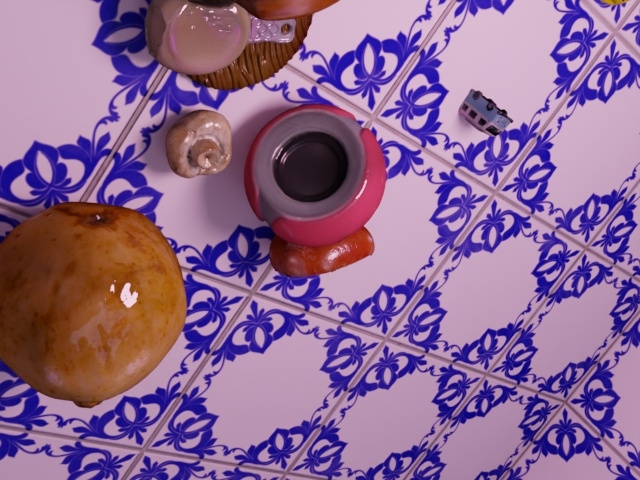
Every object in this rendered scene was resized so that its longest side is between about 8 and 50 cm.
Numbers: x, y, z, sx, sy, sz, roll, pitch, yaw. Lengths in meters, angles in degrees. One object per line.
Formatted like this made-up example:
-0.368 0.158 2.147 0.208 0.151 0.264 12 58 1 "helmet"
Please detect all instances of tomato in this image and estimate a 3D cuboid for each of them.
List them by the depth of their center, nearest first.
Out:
0.000 0.000 1.908 0.237 0.237 0.095 -17 109 -23 "tomato"

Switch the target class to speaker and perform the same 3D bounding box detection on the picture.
-0.006 -0.126 1.753 0.294 0.294 0.294 -17 130 -22 "speaker"

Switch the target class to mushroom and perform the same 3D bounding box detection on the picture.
-0.237 -0.187 1.679 0.148 0.112 0.148 -14 134 -15 "mushroom"

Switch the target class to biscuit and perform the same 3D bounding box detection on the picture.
-0.152 -0.429 1.608 0.318 0.040 0.317 -17 129 -22 "biscuit"

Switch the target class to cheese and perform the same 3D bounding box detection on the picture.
-0.172 -0.384 1.548 0.286 0.082 0.163 -12 128 -29 "cheese"

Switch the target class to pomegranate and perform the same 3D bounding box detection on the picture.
-0.433 0.135 1.591 0.410 0.410 0.410 -17 130 -22 "pomegranate"

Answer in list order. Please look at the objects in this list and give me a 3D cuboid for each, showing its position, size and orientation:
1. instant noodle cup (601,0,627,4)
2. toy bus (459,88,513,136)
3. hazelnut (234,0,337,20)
0.633 -0.633 1.900 0.182 0.144 0.182 -18 131 -22 "instant noodle cup"
0.384 -0.293 2.001 0.060 0.123 0.075 22 111 -41 "toy bus"
-0.068 -0.537 1.359 0.372 0.315 0.372 -9 124 -13 "hazelnut"
